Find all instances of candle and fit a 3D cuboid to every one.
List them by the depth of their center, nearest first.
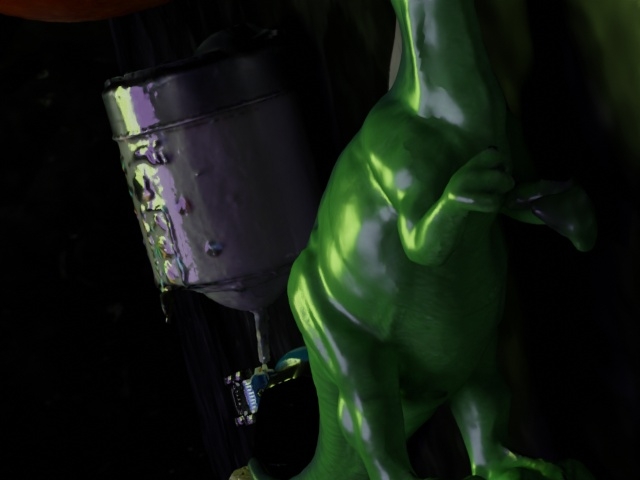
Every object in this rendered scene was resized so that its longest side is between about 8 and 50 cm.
[{"bbox_3d":[-0.082,-0.029,1.287,0.187,0.187,0.330,-150,45,-75],"label":"candle"}]

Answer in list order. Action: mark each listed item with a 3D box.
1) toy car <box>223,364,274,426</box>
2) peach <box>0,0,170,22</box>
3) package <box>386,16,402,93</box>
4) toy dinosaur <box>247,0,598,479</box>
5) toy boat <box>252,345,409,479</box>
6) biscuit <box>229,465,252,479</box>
[{"bbox_3d":[-0.095,0.226,2.010,0.170,0.070,0.080,139,115,-76],"label":"toy car"},{"bbox_3d":[-0.174,-0.321,0.879,0.388,0.388,0.388,165,90,-80],"label":"peach"},{"bbox_3d":[0.069,-0.041,0.874,0.239,0.030,0.154,91,154,-56],"label":"package"},{"bbox_3d":[0.000,0.000,0.825,0.500,0.144,0.375,-14,92,61],"label":"toy dinosaur"},{"bbox_3d":[0.017,0.146,1.238,0.299,0.134,0.092,104,-176,-61],"label":"toy boat"},{"bbox_3d":[-0.052,0.370,1.887,0.239,0.108,0.062,-134,28,-69],"label":"biscuit"}]
